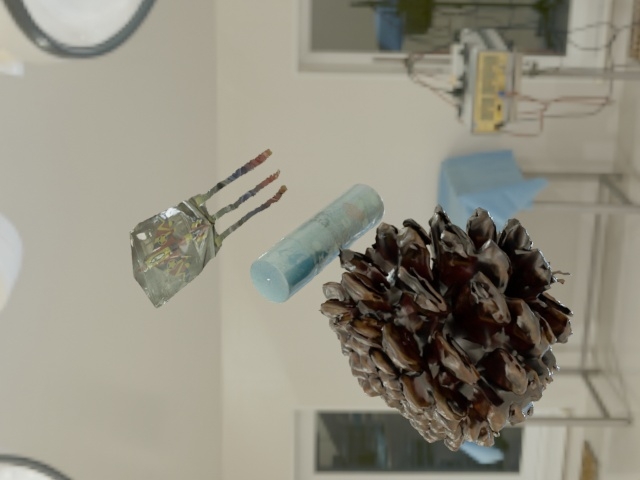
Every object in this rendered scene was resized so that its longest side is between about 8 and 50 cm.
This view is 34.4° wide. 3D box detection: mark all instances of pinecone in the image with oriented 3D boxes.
[{"bbox_3d":[0.114,0.065,0.893,0.221,0.221,0.222,-179,90,-88],"label":"pinecone"}]

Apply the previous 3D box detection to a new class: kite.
[{"bbox_3d":[-0.149,-0.022,1.343,0.015,0.245,0.141,36,-158,-55],"label":"kite"}]

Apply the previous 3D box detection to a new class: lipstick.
[{"bbox_3d":[0.000,0.000,0.986,0.158,0.048,0.048,-39,-37,-40],"label":"lipstick"}]
